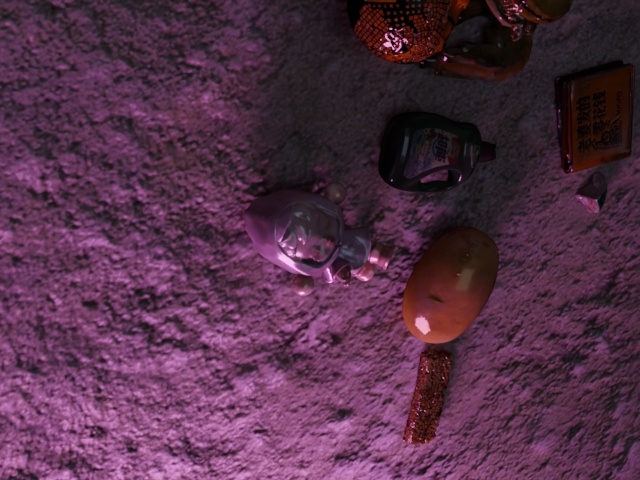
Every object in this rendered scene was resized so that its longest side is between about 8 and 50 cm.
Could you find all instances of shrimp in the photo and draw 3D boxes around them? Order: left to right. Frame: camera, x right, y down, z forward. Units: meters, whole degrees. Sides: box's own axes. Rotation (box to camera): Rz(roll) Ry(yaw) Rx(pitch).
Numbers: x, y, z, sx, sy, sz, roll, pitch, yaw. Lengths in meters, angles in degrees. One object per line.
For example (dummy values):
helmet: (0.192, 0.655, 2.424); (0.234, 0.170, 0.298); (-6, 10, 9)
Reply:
shrimp: (0.268, -0.351, 1.790); (0.254, 0.059, 0.145); (2, 105, -25)

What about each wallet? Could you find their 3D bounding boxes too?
wallet: (0.525, -0.232, 1.955); (0.160, 0.042, 0.196); (-15, 114, -19)

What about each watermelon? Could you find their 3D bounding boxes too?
watermelon: (0.528, -0.095, 2.013); (0.061, 0.085, 0.085); (4, 109, 6)

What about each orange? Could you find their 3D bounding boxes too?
orange: (0.142, -0.397, 1.624); (0.182, 0.234, 0.234); (34, 93, 13)

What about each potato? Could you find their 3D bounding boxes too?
potato: (0.239, 0.084, 1.897); (0.150, 0.146, 0.234); (26, 98, 1)

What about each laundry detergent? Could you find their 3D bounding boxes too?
laundry detergent: (0.216, -0.151, 1.831); (0.221, 0.078, 0.144); (5, 108, -28)

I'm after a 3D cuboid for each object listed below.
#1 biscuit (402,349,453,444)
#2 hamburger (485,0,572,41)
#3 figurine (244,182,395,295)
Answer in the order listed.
biscuit: (0.210, 0.306, 2.014); (0.064, 0.034, 0.199); (3, 108, -26)
hamburger: (0.348, -0.422, 1.744); (0.159, 0.131, 0.185); (22, 77, -33)
figurine: (-0.001, 0.000, 1.759); (0.275, 0.133, 0.200); (23, 86, -34)
